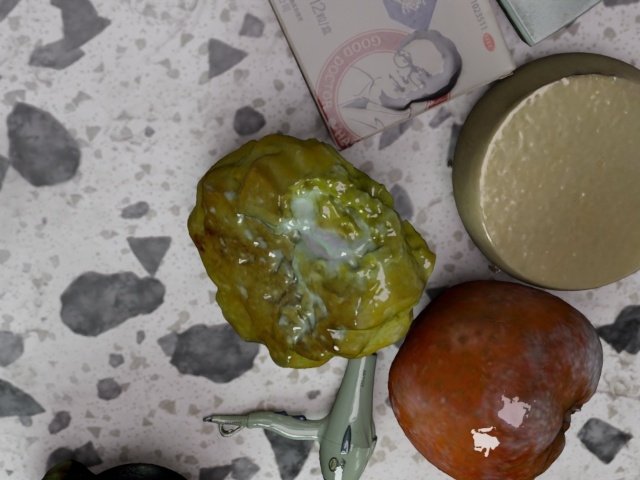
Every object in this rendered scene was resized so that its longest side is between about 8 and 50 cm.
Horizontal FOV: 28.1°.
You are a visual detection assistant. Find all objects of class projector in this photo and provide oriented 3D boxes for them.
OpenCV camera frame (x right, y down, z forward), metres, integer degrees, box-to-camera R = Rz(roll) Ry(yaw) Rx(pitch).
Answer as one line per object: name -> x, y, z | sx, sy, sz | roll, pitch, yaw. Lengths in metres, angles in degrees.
projector -> 0.251, -0.297, 1.364 | 0.147, 0.061, 0.115 | -35, 109, 5

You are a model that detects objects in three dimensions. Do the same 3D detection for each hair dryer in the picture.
hair dryer -> -0.018, 0.185, 1.508 | 0.199, 0.067, 0.167 | 25, 95, 2

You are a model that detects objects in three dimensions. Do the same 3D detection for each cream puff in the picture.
cream puff -> 0.001, 0.000, 1.355 | 0.185, 0.282, 0.282 | -28, 116, -42

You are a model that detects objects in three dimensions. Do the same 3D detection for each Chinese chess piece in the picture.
Chinese chess piece -> 0.278, -0.075, 1.418 | 0.273, 0.102, 0.273 | -2, 108, -7

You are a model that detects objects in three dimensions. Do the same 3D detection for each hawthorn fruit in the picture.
hawthorn fruit -> 0.184, 0.161, 1.428 | 0.231, 0.263, 0.235 | 26, 70, -48

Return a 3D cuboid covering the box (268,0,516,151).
box -> 0.042, -0.296, 1.341 | 0.214, 0.069, 0.353 | -25, 110, 2

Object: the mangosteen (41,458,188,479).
mangosteen -> -0.229, 0.360, 1.456 | 0.243, 0.243, 0.243 | -2, 108, -6
